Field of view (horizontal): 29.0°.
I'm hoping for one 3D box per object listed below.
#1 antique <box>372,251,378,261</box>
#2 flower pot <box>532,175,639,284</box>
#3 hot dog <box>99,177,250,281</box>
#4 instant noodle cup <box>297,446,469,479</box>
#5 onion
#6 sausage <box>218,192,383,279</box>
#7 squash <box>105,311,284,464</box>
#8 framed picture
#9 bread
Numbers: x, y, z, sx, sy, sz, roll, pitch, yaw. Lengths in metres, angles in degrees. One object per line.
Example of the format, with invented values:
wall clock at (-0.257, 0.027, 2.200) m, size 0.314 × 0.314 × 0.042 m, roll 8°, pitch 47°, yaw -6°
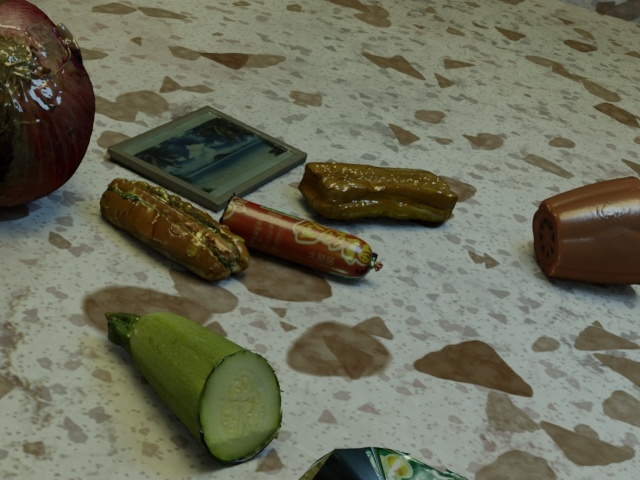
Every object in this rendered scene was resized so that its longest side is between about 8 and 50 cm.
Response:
antique at (0.000, 0.000, 2.010) m, size 0.192 × 0.015 × 0.031 m, roll 21°, pitch 28°, yaw 9°
flower pot at (0.462, -0.009, 2.113) m, size 0.173 × 0.191 × 0.190 m, roll -6°, pitch 32°, yaw -10°
hot dog at (-0.227, -0.020, 1.878) m, size 0.269 × 0.072 × 0.115 m, roll 29°, pitch 38°, yaw 22°
instant noodle cup at (0.062, 0.346, 1.231) m, size 0.240 × 0.178 × 0.240 m, roll 12°, pitch 28°, yaw -7°
onion at (-0.503, -0.218, 1.827) m, size 0.353 × 0.354 × 0.353 m, roll 12°, pitch 28°, yaw -7°
sausage at (-0.029, 0.002, 1.933) m, size 0.264 × 0.083 × 0.083 m, roll 18°, pitch 28°, yaw 2°
squash at (-0.163, 0.144, 1.550) m, size 0.137 × 0.137 × 0.287 m, roll -8°, pitch 34°, yaw -37°
framed picture at (-0.193, -0.150, 2.179) m, size 0.232 × 0.024 × 0.315 m, roll 27°, pitch 31°, yaw 17°
bread at (0.098, -0.085, 2.150) m, size 0.271 × 0.077 × 0.139 m, roll 0°, pitch 28°, yaw -30°
